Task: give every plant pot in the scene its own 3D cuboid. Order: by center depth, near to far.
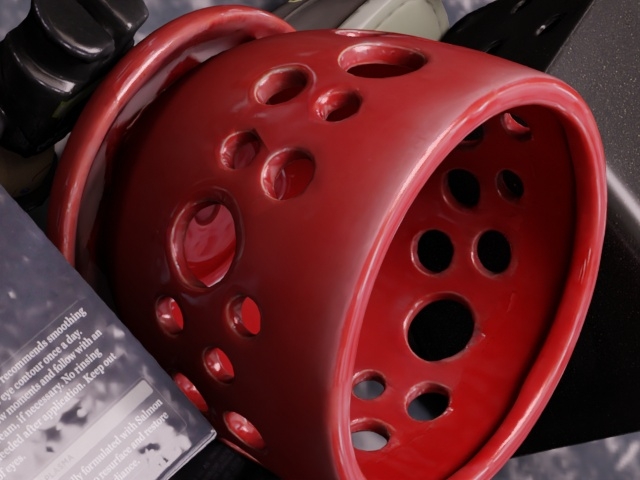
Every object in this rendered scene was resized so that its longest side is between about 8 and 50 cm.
[{"bbox_3d":[0.000,0.000,0.818,0.174,0.191,0.191,23,42,35],"label":"plant pot"},{"bbox_3d":[0.128,-0.029,0.948,0.167,0.188,0.187,49,52,-16],"label":"plant pot"}]

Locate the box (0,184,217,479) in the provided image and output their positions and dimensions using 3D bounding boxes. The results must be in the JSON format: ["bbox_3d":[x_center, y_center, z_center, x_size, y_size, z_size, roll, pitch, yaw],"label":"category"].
[{"bbox_3d":[-0.150,0.064,0.773,0.158,0.156,0.093,49,54,-2],"label":"box"}]

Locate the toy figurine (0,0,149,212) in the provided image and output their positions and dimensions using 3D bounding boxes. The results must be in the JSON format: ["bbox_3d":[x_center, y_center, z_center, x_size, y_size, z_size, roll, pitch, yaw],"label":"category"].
[{"bbox_3d":[-0.190,-0.126,0.854,0.213,0.148,0.209,7,58,-27],"label":"toy figurine"}]

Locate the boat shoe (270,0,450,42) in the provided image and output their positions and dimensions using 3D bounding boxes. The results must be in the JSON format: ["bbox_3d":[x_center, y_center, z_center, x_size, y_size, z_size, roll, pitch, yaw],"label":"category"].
[{"bbox_3d":[-0.031,-0.058,0.961,0.228,0.069,0.081,-37,126,-35],"label":"boat shoe"}]

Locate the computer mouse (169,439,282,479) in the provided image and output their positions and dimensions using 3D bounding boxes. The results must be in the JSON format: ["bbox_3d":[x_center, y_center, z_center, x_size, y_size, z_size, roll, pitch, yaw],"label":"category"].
[{"bbox_3d":[-0.002,0.208,0.853,0.262,0.060,0.184,32,82,5],"label":"computer mouse"}]
